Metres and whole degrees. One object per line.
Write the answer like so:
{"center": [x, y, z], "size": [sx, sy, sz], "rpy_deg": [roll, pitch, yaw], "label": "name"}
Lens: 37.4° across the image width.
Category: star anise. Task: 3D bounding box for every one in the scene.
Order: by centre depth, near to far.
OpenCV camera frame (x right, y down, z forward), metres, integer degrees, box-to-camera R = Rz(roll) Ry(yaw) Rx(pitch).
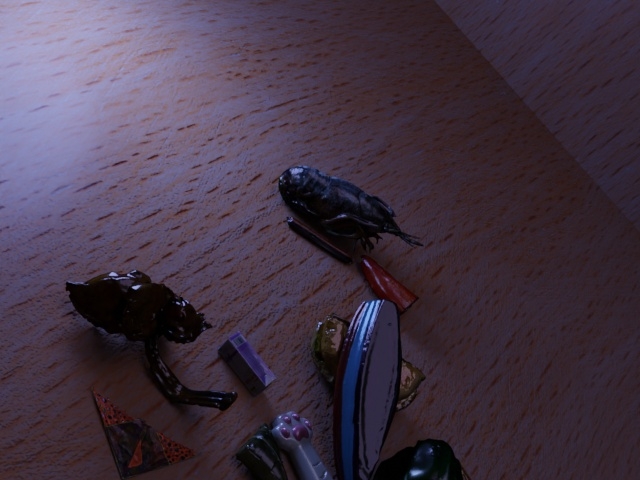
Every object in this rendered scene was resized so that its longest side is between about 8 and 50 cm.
{"center": [-0.273, 0.157, 1.619], "size": [0.346, 0.148, 0.237], "rpy_deg": [45, -8, -1], "label": "star anise"}

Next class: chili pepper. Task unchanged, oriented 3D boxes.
{"center": [0.182, 0.493, 1.751], "size": [0.165, 0.173, 0.261], "rpy_deg": [59, 27, -27], "label": "chili pepper"}
{"center": [0.150, 0.097, 2.202], "size": [0.169, 0.065, 0.088], "rpy_deg": [48, 34, 9], "label": "chili pepper"}

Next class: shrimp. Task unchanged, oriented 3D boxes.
{"center": [0.070, -0.075, 2.223], "size": [0.372, 0.137, 0.172], "rpy_deg": [33, 33, -17], "label": "shrimp"}

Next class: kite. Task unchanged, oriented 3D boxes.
{"center": [-0.301, 0.338, 1.533], "size": [0.222, 0.008, 0.125], "rpy_deg": [35, 36, -15], "label": "kite"}

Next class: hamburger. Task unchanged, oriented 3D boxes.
{"center": [0.086, 0.269, 1.924], "size": [0.262, 0.124, 0.131], "rpy_deg": [33, 61, -9], "label": "hamburger"}

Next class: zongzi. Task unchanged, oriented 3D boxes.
{"center": [-0.085, 0.386, 1.675], "size": [0.109, 0.055, 0.119], "rpy_deg": [50, 24, 2], "label": "zongzi"}

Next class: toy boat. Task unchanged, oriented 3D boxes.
{"center": [0.094, 0.297, 1.809], "size": [0.136, 0.079, 0.392], "rpy_deg": [19, 62, -15], "label": "toy boat"}

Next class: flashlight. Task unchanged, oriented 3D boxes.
{"center": [-0.022, 0.404, 1.722], "size": [0.093, 0.047, 0.200], "rpy_deg": [-5, 58, -49], "label": "flashlight"}

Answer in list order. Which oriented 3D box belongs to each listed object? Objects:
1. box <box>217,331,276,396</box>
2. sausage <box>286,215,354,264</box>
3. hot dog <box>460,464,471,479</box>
{"center": [-0.138, 0.232, 1.771], "size": [0.117, 0.050, 0.036], "rpy_deg": [52, 42, 6], "label": "box"}
{"center": [0.000, 0.000, 2.172], "size": [0.198, 0.025, 0.028], "rpy_deg": [34, 5, -18], "label": "sausage"}
{"center": [0.291, 0.532, 1.898], "size": [0.249, 0.076, 0.102], "rpy_deg": [56, -2, 11], "label": "hot dog"}
